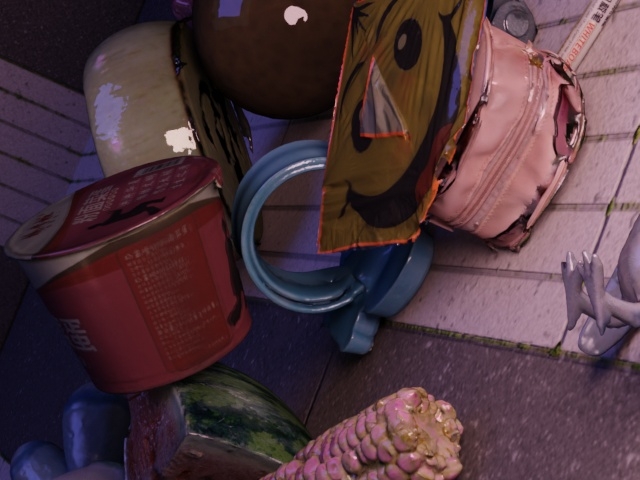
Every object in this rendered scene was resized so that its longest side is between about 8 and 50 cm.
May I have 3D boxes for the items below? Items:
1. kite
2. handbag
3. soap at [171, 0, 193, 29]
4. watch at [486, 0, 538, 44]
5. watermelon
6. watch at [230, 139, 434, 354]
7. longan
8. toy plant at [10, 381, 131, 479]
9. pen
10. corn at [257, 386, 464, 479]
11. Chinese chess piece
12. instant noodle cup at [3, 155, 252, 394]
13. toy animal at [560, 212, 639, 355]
[{"bbox_3d":[0.069,-0.142,1.529,0.377,0.013,0.327,-63,27,30],"label":"kite"},{"bbox_3d":[0.149,-0.102,1.493,0.205,0.116,0.179,-63,27,27],"label":"handbag"},{"bbox_3d":[-0.085,-0.411,2.365,0.128,0.233,0.359,-49,26,38],"label":"soap"},{"bbox_3d":[0.145,-0.170,1.714,0.206,0.068,0.193,-67,18,-9],"label":"watch"},{"bbox_3d":[-0.117,0.239,1.708,0.201,0.213,0.262,-66,19,2],"label":"watermelon"},{"bbox_3d":[0.000,0.000,1.705,0.211,0.193,0.211,-54,20,30],"label":"watch"},{"bbox_3d":[-0.039,-0.282,2.091,0.258,0.258,0.258,-53,23,34],"label":"longan"},{"bbox_3d":[-0.271,0.318,2.038,0.247,0.247,0.332,-59,16,21],"label":"toy plant"},{"bbox_3d":[0.253,-0.201,1.519,0.218,0.026,0.026,-59,20,20],"label":"pen"},{"bbox_3d":[0.014,0.236,1.510,0.335,0.127,0.126,-46,27,42],"label":"corn"},{"bbox_3d":[-0.189,-0.126,2.179,0.146,0.349,0.349,-18,34,9],"label":"Chinese chess piece"},{"bbox_3d":[-0.184,0.038,1.661,0.235,0.178,0.235,-19,17,6],"label":"instant noodle cup"},{"bbox_3d":[0.263,0.022,1.155,0.239,0.176,0.255,-171,70,-74],"label":"toy animal"}]
